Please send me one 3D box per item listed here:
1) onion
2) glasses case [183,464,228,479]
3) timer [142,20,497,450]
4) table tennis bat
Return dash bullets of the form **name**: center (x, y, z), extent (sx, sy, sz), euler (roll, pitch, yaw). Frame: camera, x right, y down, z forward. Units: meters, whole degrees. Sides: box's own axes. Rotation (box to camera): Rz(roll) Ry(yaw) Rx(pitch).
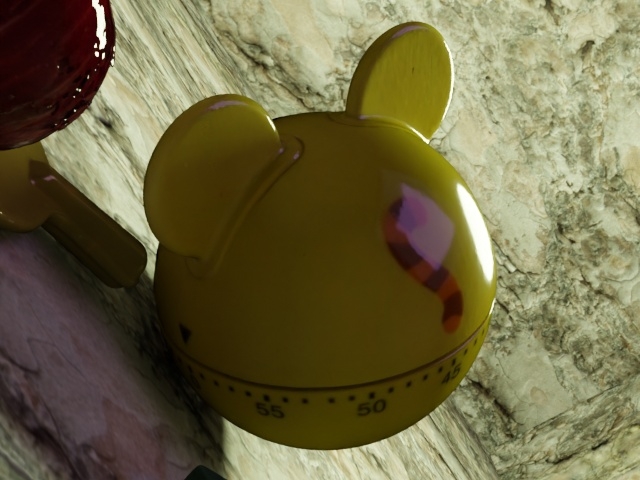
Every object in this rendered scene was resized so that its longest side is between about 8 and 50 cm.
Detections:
- **onion**: center (-0.248, -0.165, 0.633), extent (0.252, 0.219, 0.252), euler (50, -21, 28)
- **glasses case**: center (-0.050, 0.250, 0.781), extent (0.078, 0.039, 0.184), euler (43, -2, -37)
- **timer**: center (0.000, 0.000, 0.995), extent (0.376, 0.376, 0.386), euler (-106, -172, -59)
- **table tennis bat**: center (-0.252, -0.063, 0.834), extent (0.321, 0.050, 0.198), euler (49, 12, -39)
